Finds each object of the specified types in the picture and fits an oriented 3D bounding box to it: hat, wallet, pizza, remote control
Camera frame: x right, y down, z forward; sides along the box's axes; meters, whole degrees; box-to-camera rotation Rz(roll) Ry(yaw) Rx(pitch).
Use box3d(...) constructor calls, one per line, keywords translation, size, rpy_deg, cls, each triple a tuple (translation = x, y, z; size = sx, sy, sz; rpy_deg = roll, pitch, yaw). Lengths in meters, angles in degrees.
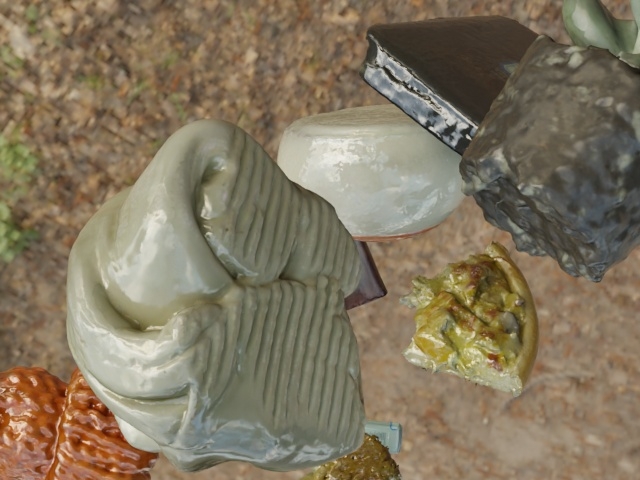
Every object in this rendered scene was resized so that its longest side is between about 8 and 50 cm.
box3d(translation=(-0.443, 0.315, 1.842), size=(0.400, 0.285, 0.285), rpy_deg=(5, 146, -16), cls="hat")
box3d(translation=(0.000, 0.000, 1.854), size=(0.137, 0.031, 0.255), rpy_deg=(-24, 109, -1), cls="wallet")
box3d(translation=(0.239, 0.116, 1.938), size=(0.223, 0.323, 0.089), rpy_deg=(-3, 131, 3), cls="pizza")
box3d(translation=(0.063, 0.297, 1.825), size=(0.124, 0.018, 0.053), rpy_deg=(4, 110, 4), cls="remote control")

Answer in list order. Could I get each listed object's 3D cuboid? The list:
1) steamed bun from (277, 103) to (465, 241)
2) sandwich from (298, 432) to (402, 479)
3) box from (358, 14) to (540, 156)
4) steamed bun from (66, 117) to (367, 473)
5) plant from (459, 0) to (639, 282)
box3d(translation=(0.081, -0.090, 1.666), size=(0.283, 0.283, 0.177), rpy_deg=(2, 105, 25), cls="steamed bun")
box3d(translation=(-0.034, 0.418, 1.736), size=(0.099, 0.301, 0.271), rpy_deg=(54, 157, 17), cls="sandwich")
box3d(translation=(0.257, -0.174, 1.566), size=(0.359, 0.350, 0.091), rpy_deg=(41, 125, 25), cls="box")
box3d(translation=(-0.120, 0.086, 1.277), size=(0.255, 0.342, 0.368), rpy_deg=(-15, 144, 37), cls="steamed bun")
box3d(translation=(0.221, -0.112, 0.863), size=(0.149, 0.274, 0.146), rpy_deg=(30, 171, 32), cls="plant")
